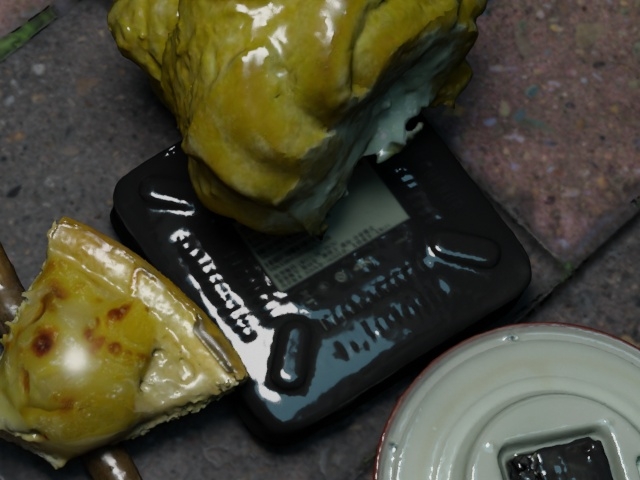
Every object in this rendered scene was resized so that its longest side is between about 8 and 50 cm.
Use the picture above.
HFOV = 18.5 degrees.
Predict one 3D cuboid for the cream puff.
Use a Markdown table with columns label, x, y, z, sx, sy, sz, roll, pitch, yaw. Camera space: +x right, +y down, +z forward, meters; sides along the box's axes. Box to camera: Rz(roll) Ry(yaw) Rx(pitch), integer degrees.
| label | x | y | z | sx | sy | sz | roll | pitch | yaw |
| --- | --- | --- | --- | --- | --- | --- | --- | --- | --- |
| cream puff | -0.031 | -0.184 | 1.601 | 0.270 | 0.274 | 0.323 | 37 | 62 | 16 |

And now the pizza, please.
| label | x | y | z | sx | sy | sz | roll | pitch | yaw |
| --- | --- | --- | --- | --- | --- | --- | --- | --- | --- |
| pizza | -0.169 | 0.099 | 1.589 | 0.204 | 0.080 | 0.188 | 28 | 74 | 6 |

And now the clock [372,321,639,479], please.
| label | x | y | z | sx | sy | sz | roll | pitch | yaw |
| --- | --- | --- | --- | --- | --- | --- | --- | --- | --- |
| clock | 0.200 | 0.217 | 1.636 | 0.318 | 0.080 | 0.318 | 3 | 66 | -6 |

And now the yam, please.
| label | x | y | z | sx | sy | sz | roll | pitch | yaw |
| --- | --- | --- | --- | --- | --- | --- | --- | --- | --- |
| yam | -0.229 | 0.108 | 1.647 | 0.045 | 0.045 | 0.327 | -39 | 73 | 20 |

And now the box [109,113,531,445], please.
| label | x | y | z | sx | sy | sz | roll | pitch | yaw |
| --- | --- | --- | --- | --- | --- | --- | --- | --- | --- |
| box | 0.000 | 0.000 | 1.707 | 0.290 | 0.073 | 0.289 | -29 | 72 | -18 |
